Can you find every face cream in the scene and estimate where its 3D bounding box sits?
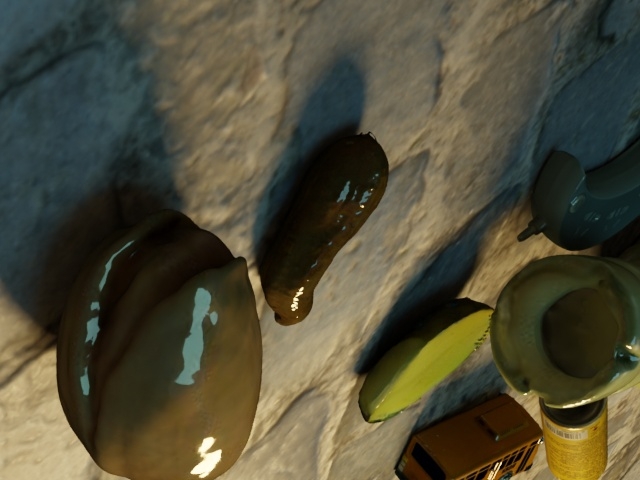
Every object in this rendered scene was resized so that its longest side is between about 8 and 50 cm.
[{"bbox_3d":[0.418,0.323,1.858,0.105,0.105,0.349,-38,148,-9],"label":"face cream"}]

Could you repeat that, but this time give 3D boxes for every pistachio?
[{"bbox_3d":[-0.124,0.101,0.926,0.181,0.162,0.293,-44,150,-34],"label":"pistachio"}]

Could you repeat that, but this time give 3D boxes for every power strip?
[{"bbox_3d":[0.330,-0.060,1.349,0.253,0.054,0.168,-23,142,-32],"label":"power strip"}]

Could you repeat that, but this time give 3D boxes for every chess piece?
[{"bbox_3d":[0.390,0.103,1.424,0.442,0.234,0.234,-2,130,-52],"label":"chess piece"}]

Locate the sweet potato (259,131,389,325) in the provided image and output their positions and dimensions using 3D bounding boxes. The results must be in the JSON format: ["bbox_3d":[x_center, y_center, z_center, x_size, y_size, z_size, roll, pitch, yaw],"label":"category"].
[{"bbox_3d":[-0.005,0.002,1.039,0.081,0.062,0.233,-10,139,-44],"label":"sweet potato"}]

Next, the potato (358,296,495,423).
[{"bbox_3d":[0.119,0.134,1.342,0.198,0.054,0.119,-48,150,12],"label":"potato"}]

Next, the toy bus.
[{"bbox_3d":[0.216,0.297,1.607,0.201,0.098,0.114,-17,141,-34],"label":"toy bus"}]
